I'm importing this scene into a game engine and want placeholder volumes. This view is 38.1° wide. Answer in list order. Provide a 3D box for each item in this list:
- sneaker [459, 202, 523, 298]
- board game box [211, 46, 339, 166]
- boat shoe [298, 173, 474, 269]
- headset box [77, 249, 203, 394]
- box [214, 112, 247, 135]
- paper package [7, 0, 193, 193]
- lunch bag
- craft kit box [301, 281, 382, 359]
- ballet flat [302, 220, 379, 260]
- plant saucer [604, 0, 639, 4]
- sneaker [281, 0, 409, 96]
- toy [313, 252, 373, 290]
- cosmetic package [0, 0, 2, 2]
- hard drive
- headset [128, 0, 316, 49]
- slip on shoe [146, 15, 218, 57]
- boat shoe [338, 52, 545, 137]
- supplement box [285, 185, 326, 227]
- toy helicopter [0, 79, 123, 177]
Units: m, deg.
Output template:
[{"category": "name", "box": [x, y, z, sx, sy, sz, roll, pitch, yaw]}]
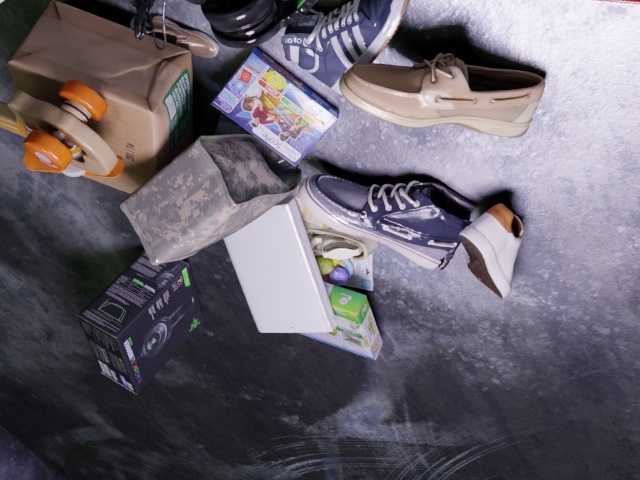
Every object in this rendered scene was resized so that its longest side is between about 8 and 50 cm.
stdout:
[{"category": "sneaker", "box": [0.357, 0.023, 1.816, 0.106, 0.123, 0.290, 43, 173, 26]}, {"category": "board game box", "box": [-0.084, -0.248, 1.735, 0.201, 0.035, 0.136, 37, 119, -15]}, {"category": "boat shoe", "box": [0.138, -0.076, 1.808, 0.340, 0.127, 0.158, 23, 136, -12]}, {"category": "headset box", "box": [-0.427, 0.187, 2.279, 0.131, 0.283, 0.246, 25, 144, 24]}, {"category": "box", "box": [-0.157, -0.203, 1.857, 0.109, 0.042, 0.178, 24, 141, -2]}, {"category": "paper package", "box": [-0.411, -0.257, 1.794, 0.309, 0.168, 0.325, 20, 150, 5]}, {"category": "lunch bag", "box": [-0.196, -0.090, 1.788, 0.235, 0.287, 0.169, -34, 81, 29]}, {"category": "craft kit box", "box": [0.006, 0.168, 2.137, 0.250, 0.061, 0.246, 17, 157, 22]}, {"category": "ballet flat", "box": [0.000, 0.000, 1.984, 0.248, 0.086, 0.086, 7, 139, 20]}, {"category": "plant saucer", "box": [0.473, -0.439, 1.248, 0.258, 0.048, 0.259, 10, 141, 17]}, {"category": "sneaker", "box": [0.035, -0.360, 1.527, 0.153, 0.099, 0.282, 29, 145, -10]}, {"category": "toy", "box": [-0.003, 0.066, 2.085, 0.237, 0.056, 0.137, 12, 142, 14]}, {"category": "cosmetic package", "box": [-0.459, -0.527, 1.482, 0.224, 0.224, 0.138, -18, 124, 40]}, {"category": "hard drive", "box": [-0.097, 0.059, 2.003, 0.203, 0.040, 0.307, -4, 116, 34]}, {"category": "headset", "box": [-0.170, -0.438, 1.521, 0.394, 0.185, 0.243, -23, 139, 32]}, {"category": "slip on shoe", "box": [-0.256, -0.370, 1.712, 0.135, 0.041, 0.051, 27, 142, -4]}, {"category": "boat shoe", "box": [0.200, -0.256, 1.515, 0.341, 0.121, 0.110, 5, 133, -17]}, {"category": "supplement box", "box": [-0.026, -0.074, 1.946, 0.098, 0.036, 0.062, 21, 141, 4]}, {"category": "toy helicopter", "box": [-0.514, -0.201, 1.700, 0.355, 0.140, 0.235, 21, 161, 26]}]
